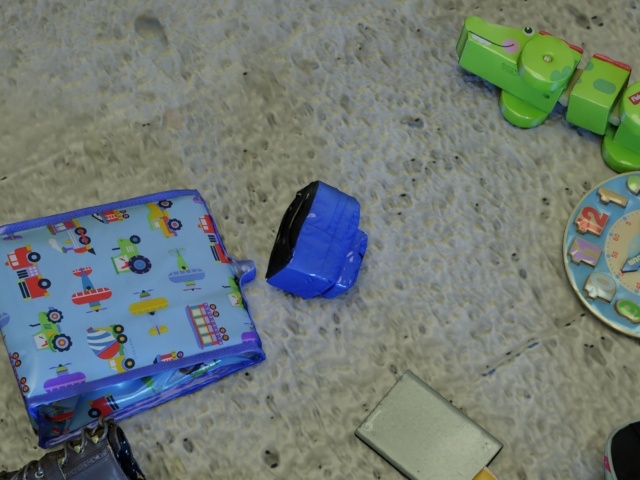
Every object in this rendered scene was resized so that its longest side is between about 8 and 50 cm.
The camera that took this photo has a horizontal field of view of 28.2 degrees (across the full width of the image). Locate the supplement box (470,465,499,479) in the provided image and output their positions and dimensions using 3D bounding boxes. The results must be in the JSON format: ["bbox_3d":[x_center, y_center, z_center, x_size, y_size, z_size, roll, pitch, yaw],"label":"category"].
[{"bbox_3d":[0.159,0.370,1.269,0.194,0.129,0.191,-41,71,-13],"label":"supplement box"}]

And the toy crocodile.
[{"bbox_3d":[0.318,-0.175,1.497,0.341,0.115,0.105,26,66,11],"label":"toy crocodile"}]

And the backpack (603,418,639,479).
[{"bbox_3d":[0.388,0.280,1.250,0.225,0.191,0.253,-4,28,1],"label":"backpack"}]

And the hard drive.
[{"bbox_3d":[0.117,0.218,1.393,0.135,0.022,0.094,37,74,17],"label":"hard drive"}]

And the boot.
[{"bbox_3d":[-0.300,0.243,1.309,0.229,0.091,0.263,-32,100,13],"label":"boot"}]

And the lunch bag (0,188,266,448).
[{"bbox_3d":[-0.211,0.067,1.428,0.293,0.138,0.221,-18,65,-14],"label":"lunch bag"}]

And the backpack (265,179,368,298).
[{"bbox_3d":[0.000,0.000,1.453,0.101,0.098,0.120,23,68,-19],"label":"backpack"}]

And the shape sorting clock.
[{"bbox_3d":[0.379,0.014,1.453,0.206,0.040,0.206,-1,68,3],"label":"shape sorting clock"}]
